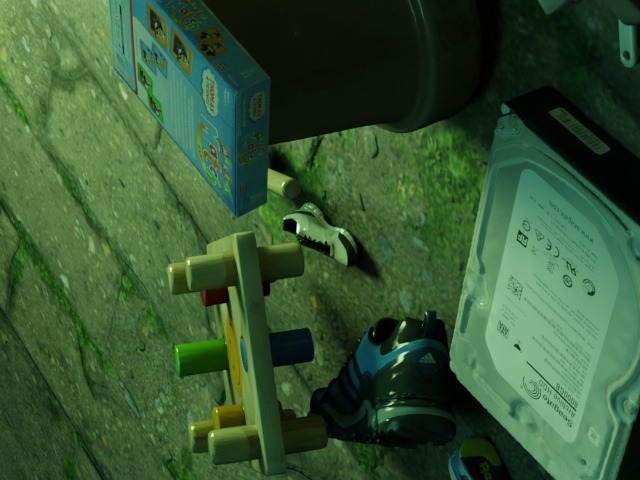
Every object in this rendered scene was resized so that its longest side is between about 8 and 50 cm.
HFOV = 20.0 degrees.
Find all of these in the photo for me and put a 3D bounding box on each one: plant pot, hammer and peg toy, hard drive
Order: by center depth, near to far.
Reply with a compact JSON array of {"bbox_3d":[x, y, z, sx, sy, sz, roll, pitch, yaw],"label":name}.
[{"bbox_3d":[0.225,0.062,1.624,0.237,0.064,0.339,46,146,34],"label":"hard drive"},{"bbox_3d":[-0.017,-0.190,1.653,0.263,0.229,0.263,47,152,34],"label":"plant pot"},{"bbox_3d":[-0.091,0.068,1.961,0.266,0.127,0.361,169,94,-79],"label":"hammer and peg toy"}]

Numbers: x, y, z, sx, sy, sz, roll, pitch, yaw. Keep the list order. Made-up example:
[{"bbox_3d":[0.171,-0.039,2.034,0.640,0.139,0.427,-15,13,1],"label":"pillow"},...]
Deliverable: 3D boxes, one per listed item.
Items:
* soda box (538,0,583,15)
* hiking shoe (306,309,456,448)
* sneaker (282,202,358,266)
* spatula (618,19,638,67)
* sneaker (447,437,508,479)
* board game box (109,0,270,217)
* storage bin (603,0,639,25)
[{"bbox_3d":[0.238,-0.277,1.288,0.098,0.091,0.286,60,147,10],"label":"soda box"},{"bbox_3d":[0.073,0.151,1.935,0.304,0.113,0.132,163,115,-68],"label":"hiking shoe"},{"bbox_3d":[0.000,0.000,1.981,0.109,0.043,0.040,37,138,40],"label":"sneaker"},{"bbox_3d":[0.270,-0.233,1.381,0.168,0.019,0.242,24,129,50],"label":"spatula"},{"bbox_3d":[0.172,0.276,1.878,0.059,0.053,0.144,-33,72,60],"label":"sneaker"},{"bbox_3d":[-0.115,-0.144,1.562,0.211,0.039,0.160,51,155,30],"label":"board game box"},{"bbox_3d":[0.208,-0.209,1.221,0.135,0.098,0.091,47,174,-7],"label":"storage bin"}]
